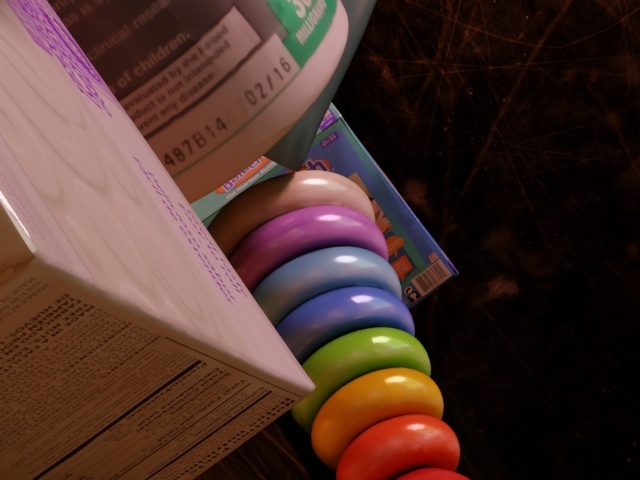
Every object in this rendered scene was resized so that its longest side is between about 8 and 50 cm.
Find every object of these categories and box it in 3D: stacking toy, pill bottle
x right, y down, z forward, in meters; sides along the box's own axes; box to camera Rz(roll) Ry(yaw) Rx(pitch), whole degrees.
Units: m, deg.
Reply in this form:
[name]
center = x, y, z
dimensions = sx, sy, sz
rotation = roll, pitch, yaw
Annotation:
[stacking toy]
center = 0.026, 0.109, 1.249
dimensions = 0.141, 0.141, 0.330
rotation = 49, 13, -53
[pill bottle]
center = -0.162, -0.196, 0.940
dimensions = 0.361, 0.204, 0.204
rotation = 52, 4, -25

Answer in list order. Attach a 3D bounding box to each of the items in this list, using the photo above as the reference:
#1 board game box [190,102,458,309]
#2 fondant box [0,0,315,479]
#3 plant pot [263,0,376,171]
[board game box]
center = 0.000, 0.000, 1.524
dimensions = 0.210, 0.160, 0.047
rotation = 52, 4, -36
[fondant box]
center = -0.136, -0.033, 0.615
dimensions = 0.238, 0.096, 0.330
rotation = 55, 3, 15
[plant pot]
center = -0.080, -0.223, 1.259
dimensions = 0.293, 0.235, 0.293
rotation = 31, 3, -2
